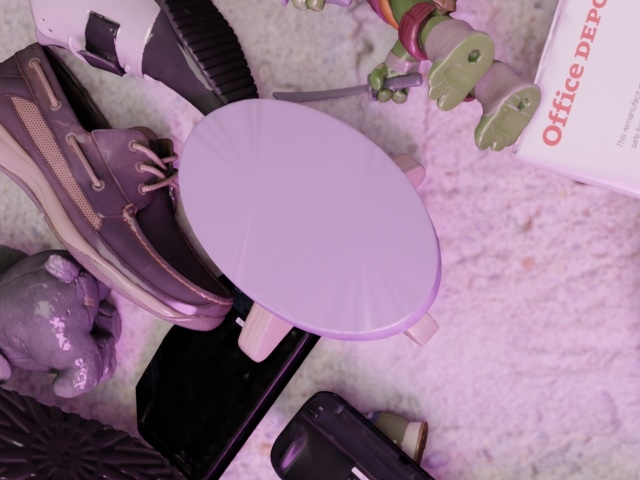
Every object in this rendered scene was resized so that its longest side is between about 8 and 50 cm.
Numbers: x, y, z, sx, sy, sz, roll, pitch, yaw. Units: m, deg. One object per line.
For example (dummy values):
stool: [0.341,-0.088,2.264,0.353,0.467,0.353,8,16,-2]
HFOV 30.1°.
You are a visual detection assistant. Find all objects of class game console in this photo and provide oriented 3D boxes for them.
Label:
game console: [-0.025,0.205,1.200,0.361,0.044,0.213,40,104,18]

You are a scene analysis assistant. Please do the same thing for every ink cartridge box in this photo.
ink cartridge box: [0.336,-0.133,1.082,0.278,0.117,0.201,18,102,7]

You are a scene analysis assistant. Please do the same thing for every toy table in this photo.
toy table: [0.000,0.000,1.109,0.252,0.161,0.274,-38,67,-1]

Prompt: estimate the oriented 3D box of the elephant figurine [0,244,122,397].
elephant figurine: [-0.338,0.089,1.215,0.239,0.169,0.186,-3,104,7]

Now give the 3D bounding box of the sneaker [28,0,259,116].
sneaker: [-0.199,-0.217,1.175,0.146,0.122,0.330,-42,85,21]

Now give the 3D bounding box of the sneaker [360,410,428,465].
sneaker: [0.048,0.265,1.232,0.086,0.064,0.192,16,100,14]

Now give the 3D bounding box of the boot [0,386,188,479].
boot: [-0.310,0.288,1.235,0.348,0.131,0.260,30,129,-7]

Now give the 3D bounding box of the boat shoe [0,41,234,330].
boat shoe: [-0.210,-0.060,1.181,0.355,0.132,0.130,44,99,5]

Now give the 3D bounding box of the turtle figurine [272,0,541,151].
turtle figurine: [0.049,-0.169,1.077,0.275,0.266,0.198,-26,136,-16]
